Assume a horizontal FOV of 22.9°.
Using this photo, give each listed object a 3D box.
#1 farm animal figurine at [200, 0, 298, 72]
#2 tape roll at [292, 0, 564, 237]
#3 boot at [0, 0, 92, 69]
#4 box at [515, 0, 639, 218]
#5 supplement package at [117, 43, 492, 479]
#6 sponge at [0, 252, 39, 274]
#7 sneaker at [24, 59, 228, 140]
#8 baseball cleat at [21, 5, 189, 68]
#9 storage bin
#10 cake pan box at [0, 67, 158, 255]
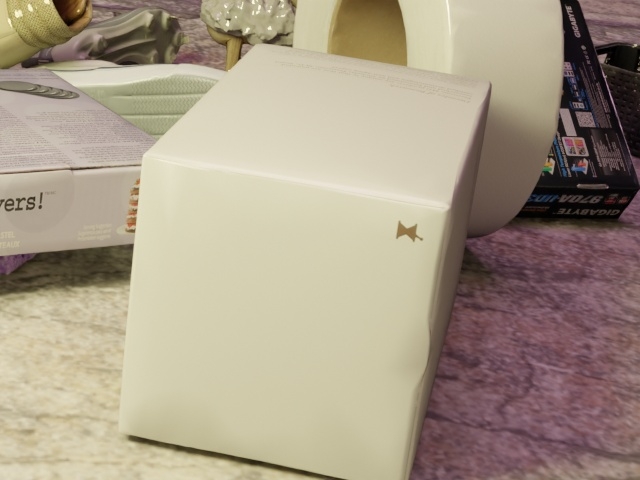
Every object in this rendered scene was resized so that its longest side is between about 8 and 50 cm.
[{"bbox_3d":[0.067,-0.241,1.616,0.327,0.172,0.330,7,10,9],"label":"farm animal figurine"},{"bbox_3d":[0.076,-0.140,1.251,0.100,0.286,0.286,-3,23,-24],"label":"tape roll"},{"bbox_3d":[-0.304,-0.209,1.433,0.203,0.095,0.262,-26,23,9],"label":"boot"},{"bbox_3d":[0.171,-0.123,1.403,0.175,0.051,0.220,0,57,-20],"label":"box"},{"bbox_3d":[0.000,0.000,0.998,0.175,0.177,0.293,11,20,7],"label":"supplement package"},{"bbox_3d":[-0.301,-0.026,1.168,0.210,0.031,0.117,12,21,13],"label":"sponge"},{"bbox_3d":[-0.161,-0.123,1.385,0.258,0.094,0.091,6,25,-3],"label":"sneaker"},{"bbox_3d":[-0.226,-0.204,1.612,0.109,0.072,0.206,10,16,25],"label":"baseball cleat"},{"bbox_3d":[0.350,-0.138,1.624,0.180,0.084,0.122,24,25,34],"label":"storage bin"},{"bbox_3d":[-0.265,-0.060,1.133,0.267,0.070,0.246,-6,23,-36],"label":"cake pan box"}]
